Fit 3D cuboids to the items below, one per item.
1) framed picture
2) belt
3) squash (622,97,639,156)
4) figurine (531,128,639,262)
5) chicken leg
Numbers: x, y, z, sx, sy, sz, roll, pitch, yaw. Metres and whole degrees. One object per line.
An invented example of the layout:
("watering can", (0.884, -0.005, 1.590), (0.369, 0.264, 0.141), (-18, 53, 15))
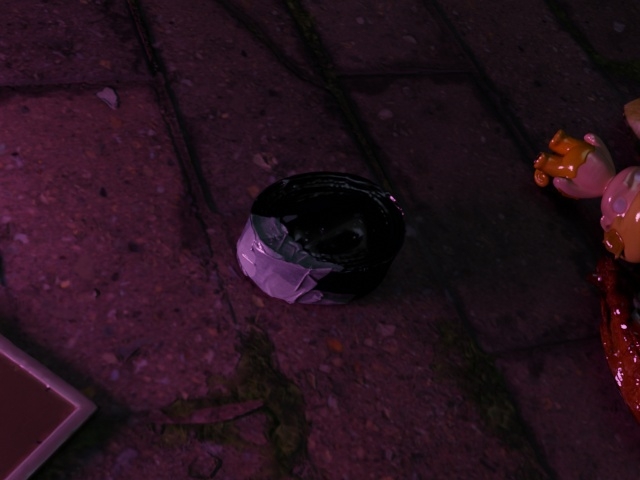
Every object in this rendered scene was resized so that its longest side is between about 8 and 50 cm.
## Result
("framed picture", (-0.365, 0.180, 0.818), (0.216, 0.016, 0.273), (33, 47, 12))
("belt", (0.000, 0.000, 1.066), (0.198, 0.078, 0.151), (-7, 56, -26))
("squash", (0.561, -0.105, 1.333), (0.233, 0.210, 0.309), (2, 12, -36))
("figurine", (0.401, -0.055, 1.225), (0.246, 0.131, 0.156), (38, 88, 16))
("chicken leg", (0.407, 0.186, 1.031), (0.157, 0.096, 0.407), (4, 47, -41))
